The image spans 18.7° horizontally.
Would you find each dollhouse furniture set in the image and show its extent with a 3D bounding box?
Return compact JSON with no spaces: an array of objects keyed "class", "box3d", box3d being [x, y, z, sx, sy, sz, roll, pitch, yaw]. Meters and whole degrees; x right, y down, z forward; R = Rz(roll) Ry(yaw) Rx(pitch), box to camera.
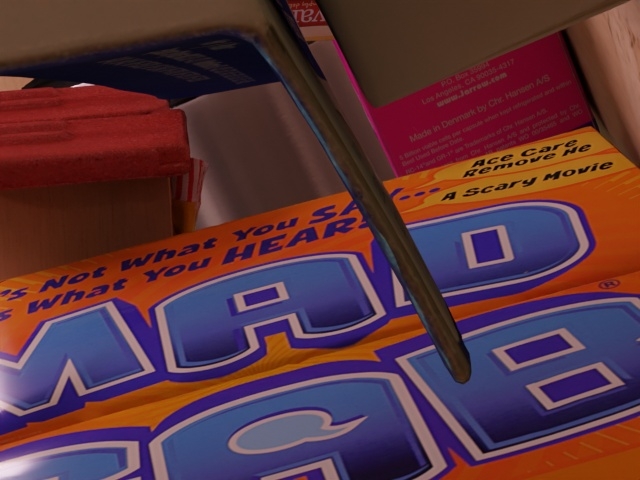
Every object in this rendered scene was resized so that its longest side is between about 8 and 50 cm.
[{"class":"dollhouse furniture set","box3d":[0.006,0.027,0.974,0.152,0.374,0.201,-120,28,-71]}]

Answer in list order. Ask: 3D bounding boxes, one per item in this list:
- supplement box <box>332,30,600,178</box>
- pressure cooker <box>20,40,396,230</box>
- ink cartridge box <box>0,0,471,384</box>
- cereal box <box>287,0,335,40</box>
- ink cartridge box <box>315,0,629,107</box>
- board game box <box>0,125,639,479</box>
[{"class":"supplement box","box3d":[0.049,-0.144,1.014,0.111,0.114,0.220,-109,-5,-63]},{"class":"pressure cooker","box3d":[0.006,-0.003,1.499,0.420,0.375,0.370,64,-152,-14]},{"class":"ink cartridge box","box3d":[-0.065,-0.109,0.472,0.303,0.072,0.307,-66,-48,-87]},{"class":"cereal box","box3d":[-0.020,-0.224,0.786,0.173,0.047,0.240,-113,25,-48]},{"class":"ink cartridge box","box3d":[-0.005,-0.194,0.475,0.273,0.114,0.197,63,-177,-23]},{"class":"board game box","box3d":[0.019,0.207,0.762,0.356,0.357,0.356,-118,14,-69]}]
